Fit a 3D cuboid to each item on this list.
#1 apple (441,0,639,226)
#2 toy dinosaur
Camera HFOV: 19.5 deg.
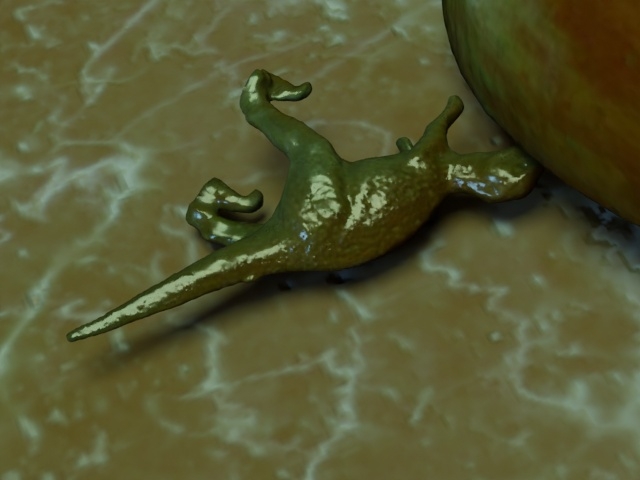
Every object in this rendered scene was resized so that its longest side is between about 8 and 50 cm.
[{"bbox_3d":[0.186,-0.108,0.661,0.346,0.179,0.254,20,86,28],"label":"apple"},{"bbox_3d":[0.000,0.000,0.701,0.126,0.039,0.162,21,60,25],"label":"toy dinosaur"}]
